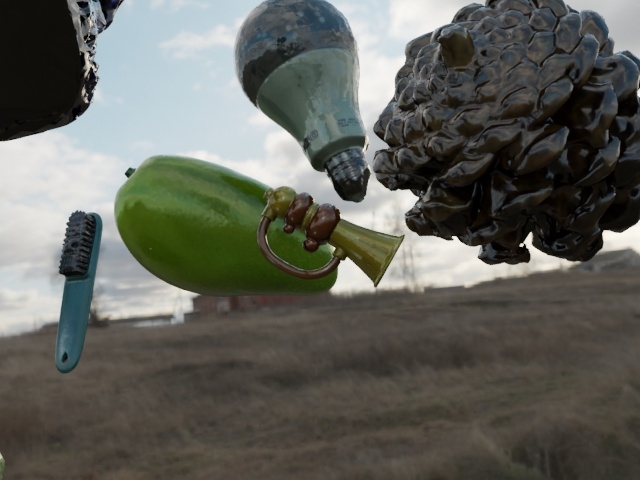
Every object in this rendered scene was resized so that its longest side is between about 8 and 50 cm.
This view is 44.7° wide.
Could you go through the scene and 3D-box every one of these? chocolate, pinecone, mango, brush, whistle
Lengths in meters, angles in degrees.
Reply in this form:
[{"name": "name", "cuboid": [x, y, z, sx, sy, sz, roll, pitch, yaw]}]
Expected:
[{"name": "chocolate", "cuboid": [-0.216, -0.189, 0.576, 0.149, 0.126, 0.343, 2, 28, -11]}, {"name": "pinecone", "cuboid": [0.177, -0.085, 0.676, 0.257, 0.243, 0.243, 41, -17, -9]}, {"name": "mango", "cuboid": [-0.136, -0.005, 1.132, 0.343, 0.192, 0.156, 21, 21, 8]}, {"name": "brush", "cuboid": [-0.281, 0.053, 0.881, 0.043, 0.193, 0.032, -7, -25, 22]}, {"name": "whistle", "cuboid": [0.002, 0.000, 0.583, 0.109, 0.057, 0.046, 23, 17, 5]}]

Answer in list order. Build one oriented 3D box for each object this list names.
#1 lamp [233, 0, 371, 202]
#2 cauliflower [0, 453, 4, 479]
[{"name": "lamp", "cuboid": [-0.009, -0.211, 1.062, 0.182, 0.313, 0.181, -17, -39, -14]}, {"name": "cauliflower", "cuboid": [-0.544, 0.325, 1.000, 0.260, 0.281, 0.327, 37, 15, -21]}]
